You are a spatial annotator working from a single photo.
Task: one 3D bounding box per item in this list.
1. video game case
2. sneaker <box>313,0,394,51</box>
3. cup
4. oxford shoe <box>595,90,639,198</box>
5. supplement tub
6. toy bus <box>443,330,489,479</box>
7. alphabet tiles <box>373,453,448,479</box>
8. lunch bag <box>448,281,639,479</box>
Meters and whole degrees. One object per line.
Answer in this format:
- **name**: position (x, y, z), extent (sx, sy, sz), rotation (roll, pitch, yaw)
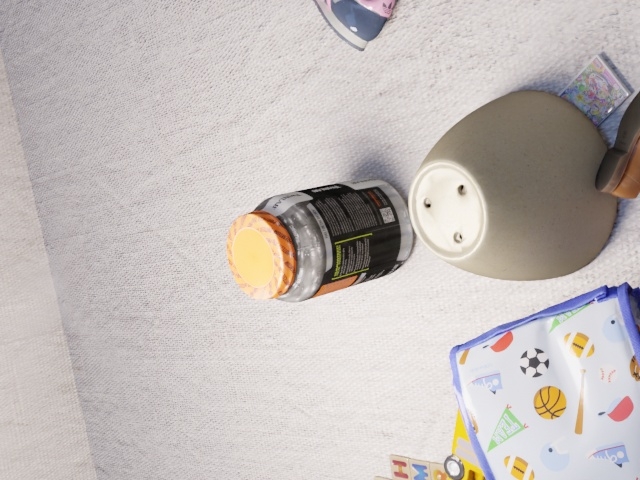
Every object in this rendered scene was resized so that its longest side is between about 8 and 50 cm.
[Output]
- **video game case**: position (0.439, -0.231, 1.651), extent (0.087, 0.011, 0.122), rotation (58, 135, 19)
- **sneaker**: position (0.031, -0.519, 1.963), extent (0.131, 0.112, 0.319), rotation (-45, 69, 26)
- **cup**: position (0.286, -0.070, 1.684), extent (0.331, 0.237, 0.331), rotation (20, 117, 44)
- **oxford shoe**: position (0.506, -0.163, 1.566), extent (0.076, 0.076, 0.212), rotation (-99, 30, -68)
- **supplement tub**: position (0.000, 0.000, 1.946), extent (0.207, 0.338, 0.207), rotation (14, 110, 44)
- **toy bus**: position (0.324, 0.322, 1.857), extent (0.130, 0.108, 0.333), rotation (23, 116, 40)
- **alphabet tiles**: position (0.245, 0.594, 2.087), extent (0.342, 0.011, 0.285), rotation (-2, 100, 48)
- **lunch bag**: position (0.419, 0.289, 1.602), extent (0.327, 0.239, 0.386), rotation (-26, 89, 27)
